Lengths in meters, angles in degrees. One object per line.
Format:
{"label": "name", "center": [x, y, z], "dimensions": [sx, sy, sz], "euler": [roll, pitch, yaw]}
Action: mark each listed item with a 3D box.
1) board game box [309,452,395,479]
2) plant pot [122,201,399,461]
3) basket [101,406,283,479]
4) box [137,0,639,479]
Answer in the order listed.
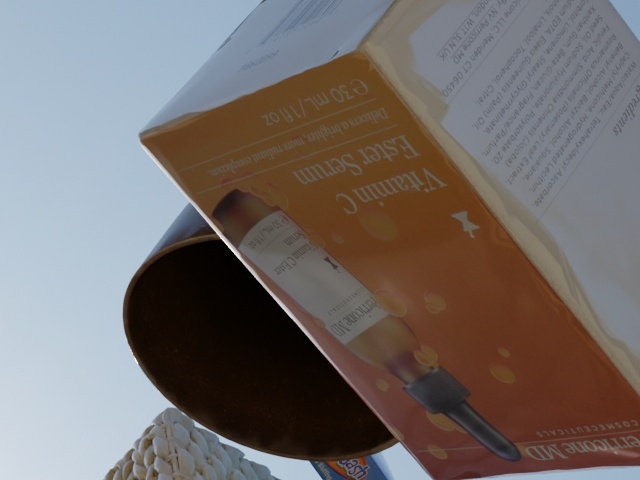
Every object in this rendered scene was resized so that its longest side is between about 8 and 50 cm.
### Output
{"label": "board game box", "center": [-0.007, 0.132, 1.373], "dimensions": [0.047, 0.160, 0.210], "euler": [-32, -56, 3]}
{"label": "plant pot", "center": [0.000, 0.000, 1.170], "dimensions": [0.215, 0.230, 0.215], "euler": [11, -45, 11]}
{"label": "basket", "center": [-0.081, 0.369, 1.389], "dimensions": [0.328, 0.331, 0.266], "euler": [35, -80, -18]}
{"label": "box", "center": [0.049, -0.012, 0.545], "dimensions": [0.170, 0.091, 0.130], "euler": [49, -34, -17]}
